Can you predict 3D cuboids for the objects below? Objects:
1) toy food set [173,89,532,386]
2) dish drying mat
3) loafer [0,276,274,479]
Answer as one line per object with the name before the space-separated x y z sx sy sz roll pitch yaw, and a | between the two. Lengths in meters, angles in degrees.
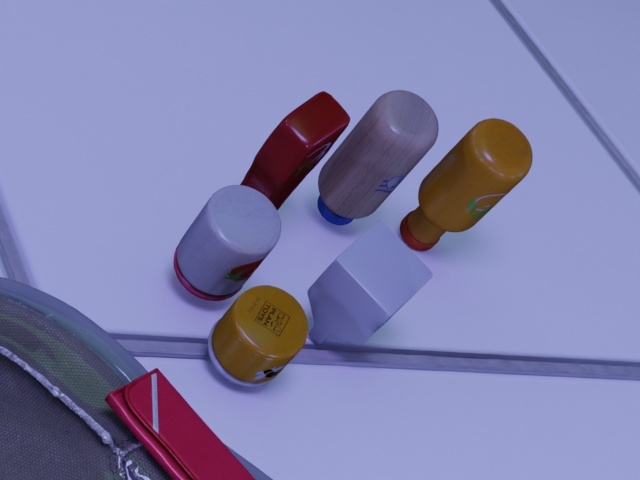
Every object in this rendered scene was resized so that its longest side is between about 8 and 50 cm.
toy food set | 0.000 0.000 0.916 0.111 0.104 0.232 45 51 4
dish drying mat | -0.044 0.084 0.652 0.083 0.008 0.032 46 33 13
loafer | -0.092 0.099 0.666 0.251 0.094 0.087 31 27 6
